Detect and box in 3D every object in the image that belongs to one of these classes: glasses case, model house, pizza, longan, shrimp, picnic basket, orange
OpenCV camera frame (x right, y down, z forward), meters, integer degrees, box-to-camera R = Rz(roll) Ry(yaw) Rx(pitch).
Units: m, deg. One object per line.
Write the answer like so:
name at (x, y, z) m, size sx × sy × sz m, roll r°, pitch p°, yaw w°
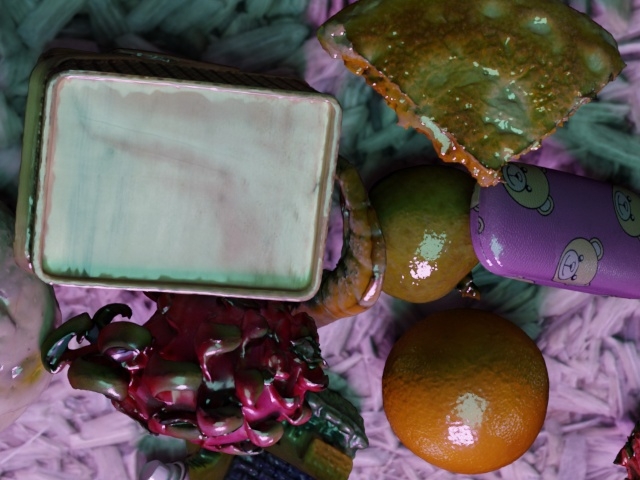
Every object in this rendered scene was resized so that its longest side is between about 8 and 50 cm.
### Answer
glasses case at (0.280, -0.008, 1.852) m, size 0.316 × 0.076 × 0.123 m, roll 11°, pitch 77°, yaw -41°
model house at (-0.050, 0.273, 1.947) m, size 0.194 × 0.211 × 0.170 m, roll 34°, pitch 111°, yaw -23°
pizza at (0.160, -0.166, 1.758) m, size 0.336 × 0.086 × 0.226 m, roll 3°, pitch 79°, yaw -12°
longan at (0.123, -0.002, 1.853) m, size 0.176 × 0.145 × 0.155 m, roll 44°, pitch 130°, yaw -15°
shrimp at (0.000, 0.000, 1.870) m, size 0.051 × 0.198 × 0.262 m, roll -1°, pitch 164°, yaw -26°
picnic basket at (-0.156, -0.072, 1.732) m, size 0.313 × 0.175 × 0.228 m, roll 4°, pitch 101°, yaw -16°
orange at (0.169, 0.175, 1.941) m, size 0.206 × 0.206 × 0.206 m, roll -4°, pitch 119°, yaw -7°

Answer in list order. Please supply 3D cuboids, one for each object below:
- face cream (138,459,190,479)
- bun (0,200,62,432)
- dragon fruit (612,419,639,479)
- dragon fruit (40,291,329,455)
face cream at (-0.127, 0.340, 2.049) m, size 0.075 × 0.075 × 0.229 m, roll -42°, pitch 116°, yaw 14°
bun at (-0.454, 0.104, 1.782) m, size 0.365 × 0.219 × 0.365 m, roll -6°, pitch 122°, yaw -10°
dragon fruit at (0.468, 0.285, 2.087) m, size 0.236 × 0.135 × 0.137 m, roll 23°, pitch 108°, yaw -39°
dragon fruit at (-0.133, 0.126, 1.781) m, size 0.273 × 0.218 × 0.198 m, roll 17°, pitch 131°, yaw -31°
